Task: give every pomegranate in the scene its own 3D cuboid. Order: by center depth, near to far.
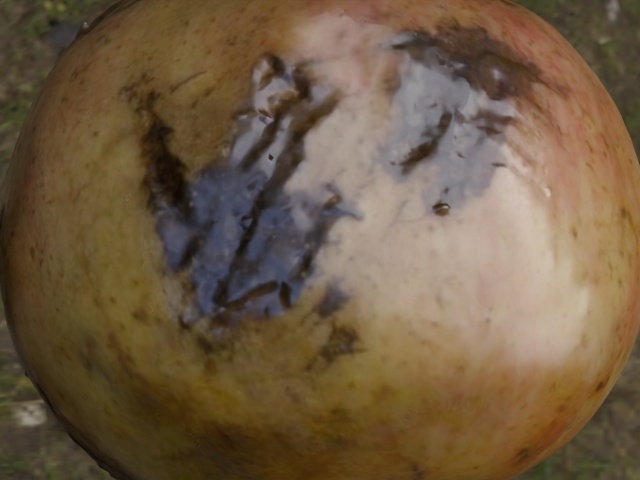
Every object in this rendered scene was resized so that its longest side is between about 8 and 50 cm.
[{"bbox_3d":[0.000,0.000,0.843,0.322,0.322,0.322,5,80,-35],"label":"pomegranate"}]
